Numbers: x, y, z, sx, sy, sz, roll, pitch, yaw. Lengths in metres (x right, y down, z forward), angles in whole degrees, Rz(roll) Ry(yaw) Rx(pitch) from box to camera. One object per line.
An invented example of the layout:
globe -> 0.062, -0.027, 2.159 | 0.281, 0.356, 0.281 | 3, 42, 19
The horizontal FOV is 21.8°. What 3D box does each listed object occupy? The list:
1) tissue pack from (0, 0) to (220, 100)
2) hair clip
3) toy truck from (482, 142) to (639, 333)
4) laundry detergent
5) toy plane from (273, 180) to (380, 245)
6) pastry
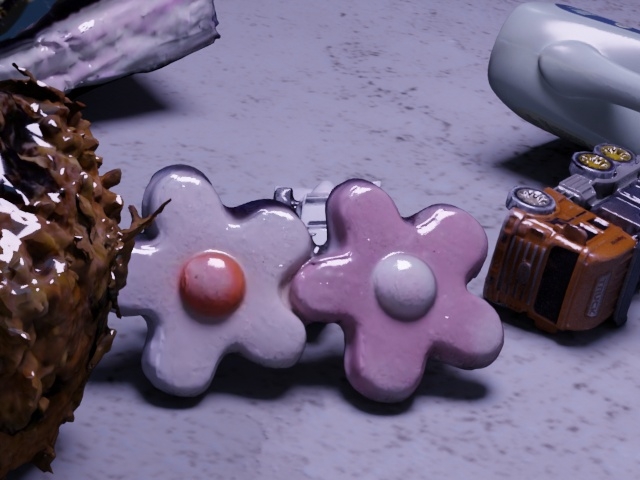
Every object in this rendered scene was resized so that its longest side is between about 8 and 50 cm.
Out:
tissue pack -> -0.262, -0.222, 1.382 | 0.245, 0.123, 0.332 | -28, 41, -18
hair clip -> -0.013, 0.029, 1.019 | 0.257, 0.075, 0.146 | 2, 68, -4
toy truck -> 0.195, -0.003, 1.159 | 0.092, 0.083, 0.192 | 29, 33, 27
laundry detergent -> 0.285, -0.091, 1.283 | 0.280, 0.105, 0.215 | 30, 8, 37
toy plane -> 0.000, 0.000, 1.129 | 0.162, 0.066, 0.171 | -3, 22, 5
pastry -> -0.215, 0.032, 0.888 | 0.274, 0.193, 0.275 | -13, 53, 17
